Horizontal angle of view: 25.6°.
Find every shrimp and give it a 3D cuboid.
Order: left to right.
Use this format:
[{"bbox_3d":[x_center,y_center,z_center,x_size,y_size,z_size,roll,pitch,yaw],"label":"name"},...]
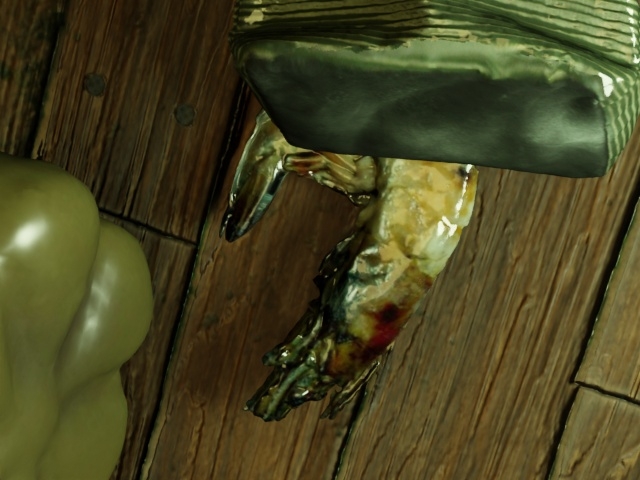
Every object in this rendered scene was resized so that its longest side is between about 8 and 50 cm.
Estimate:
[{"bbox_3d":[0.000,0.000,1.345,0.233,0.071,0.365,35,105,11],"label":"shrimp"}]

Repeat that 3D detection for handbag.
[{"bbox_3d":[0.109,-0.202,1.178,0.341,0.247,0.240,7,77,15],"label":"handbag"}]

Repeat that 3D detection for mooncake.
[{"bbox_3d":[-0.355,0.133,1.274,0.262,0.467,0.467,15,105,16],"label":"mooncake"}]
